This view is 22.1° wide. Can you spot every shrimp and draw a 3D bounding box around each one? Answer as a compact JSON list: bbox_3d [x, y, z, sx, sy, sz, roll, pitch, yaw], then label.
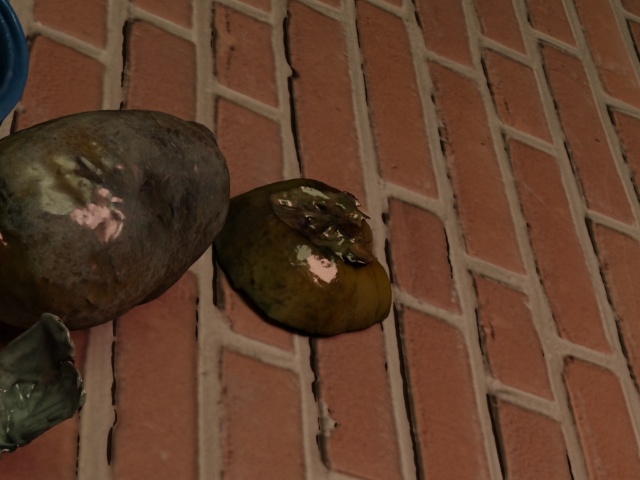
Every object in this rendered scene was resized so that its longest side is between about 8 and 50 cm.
[{"bbox_3d":[-0.322,0.131,1.062,0.410,0.166,0.221,-1,60,-60],"label":"shrimp"}]

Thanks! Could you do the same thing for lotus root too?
[{"bbox_3d":[-0.176,-0.025,1.356,0.175,0.175,0.349,44,33,13],"label":"lotus root"},{"bbox_3d":[-0.003,0.001,1.575,0.183,0.078,0.203,48,33,16],"label":"lotus root"}]

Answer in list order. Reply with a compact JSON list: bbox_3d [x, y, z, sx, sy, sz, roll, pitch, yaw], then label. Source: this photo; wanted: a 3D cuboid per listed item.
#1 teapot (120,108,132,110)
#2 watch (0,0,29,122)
[{"bbox_3d":[-0.180,-0.084,1.544,0.083,0.057,0.067,-82,150,-57],"label":"teapot"},{"bbox_3d":[-0.396,-0.160,1.299,0.305,0.241,0.274,2,57,-34],"label":"watch"}]
